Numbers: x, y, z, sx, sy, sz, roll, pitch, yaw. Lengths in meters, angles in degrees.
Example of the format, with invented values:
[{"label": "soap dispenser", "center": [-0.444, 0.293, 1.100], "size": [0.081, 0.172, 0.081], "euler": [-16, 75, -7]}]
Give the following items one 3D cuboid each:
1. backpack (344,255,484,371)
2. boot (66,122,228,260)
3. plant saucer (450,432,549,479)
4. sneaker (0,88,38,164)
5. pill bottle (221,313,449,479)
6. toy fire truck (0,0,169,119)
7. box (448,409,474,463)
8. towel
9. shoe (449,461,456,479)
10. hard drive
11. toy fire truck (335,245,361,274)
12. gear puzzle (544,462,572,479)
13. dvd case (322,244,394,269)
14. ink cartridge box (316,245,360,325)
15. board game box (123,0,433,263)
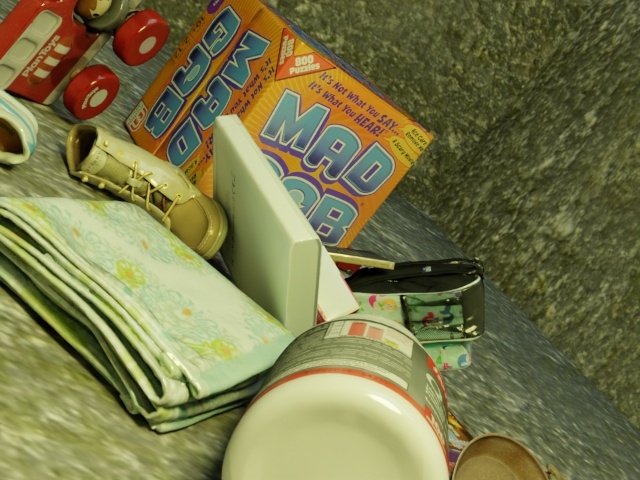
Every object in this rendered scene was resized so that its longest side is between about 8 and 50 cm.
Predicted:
[{"label": "backpack", "center": [0.150, 0.124, 1.756], "size": [0.253, 0.191, 0.225], "euler": [0, 8, 7]}, {"label": "boot", "center": [-0.264, -0.078, 1.545], "size": [0.203, 0.095, 0.262], "euler": [29, 13, -42]}, {"label": "plant saucer", "center": [0.233, 0.353, 1.346], "size": [0.198, 0.036, 0.199], "euler": [17, 60, -32]}, {"label": "sneaker", "center": [-0.469, -0.180, 1.336], "size": [0.228, 0.087, 0.092], "euler": [31, 16, -27]}, {"label": "pill bottle", "center": [0.031, 0.197, 1.089], "size": [0.210, 0.210, 0.363], "euler": [38, 11, 0]}, {"label": "toy fire truck", "center": [-0.403, -0.345, 1.664], "size": [0.169, 0.302, 0.254], "euler": [46, 8, 12]}, {"label": "box", "center": [0.106, 0.251, 1.503], "size": [0.293, 0.057, 0.201], "euler": [26, 16, -48]}, {"label": "towel", "center": [-0.196, 0.067, 1.205], "size": [0.320, 0.090, 0.374], "euler": [42, 11, 14]}, {"label": "shoe", "center": [0.158, 0.322, 1.391], "size": [0.178, 0.063, 0.081], "euler": [42, 9, -12]}, {"label": "hard drive", "center": [-0.086, 0.002, 1.475], "size": [0.047, 0.233, 0.353], "euler": [-9, 35, -19]}, {"label": "toy fire truck", "center": [0.000, 0.000, 2.197], "size": [0.135, 0.047, 0.192], "euler": [45, 12, 35]}, {"label": "gear puzzle", "center": [0.429, 0.487, 1.650], "size": [0.175, 0.044, 0.339], "euler": [40, 14, -2]}, {"label": "dvd case", "center": [-0.001, 0.017, 1.742], "size": [0.221, 0.018, 0.164], "euler": [8, 4, -11]}, {"label": "ink cartridge box", "center": [-0.012, 0.090, 1.510], "size": [0.109, 0.063, 0.150], "euler": [58, -25, 13]}, {"label": "board game box", "center": [-0.088, -0.208, 1.945], "size": [0.356, 0.356, 0.356], "euler": [29, 14, -38]}]
